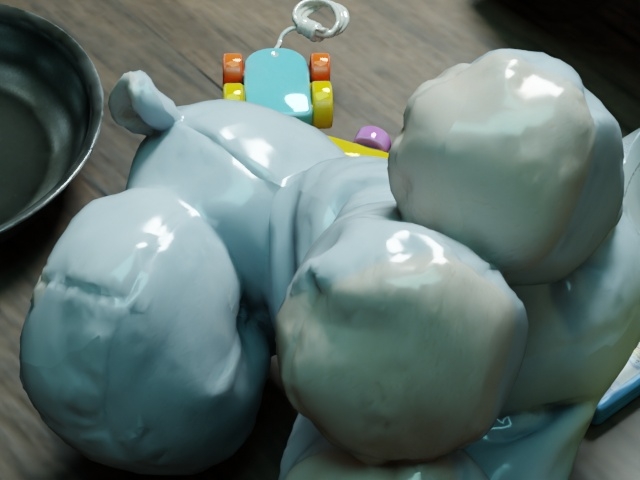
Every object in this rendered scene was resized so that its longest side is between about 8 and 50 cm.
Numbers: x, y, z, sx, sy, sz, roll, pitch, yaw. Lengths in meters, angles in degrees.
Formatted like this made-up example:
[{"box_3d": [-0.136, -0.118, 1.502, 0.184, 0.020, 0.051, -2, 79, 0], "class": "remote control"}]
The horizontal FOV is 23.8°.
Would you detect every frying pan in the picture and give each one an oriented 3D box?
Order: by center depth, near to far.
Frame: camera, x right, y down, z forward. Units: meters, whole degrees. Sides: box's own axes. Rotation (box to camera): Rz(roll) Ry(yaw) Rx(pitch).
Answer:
[{"box_3d": [-0.195, -0.009, 0.747, 0.197, 0.053, 0.326, -10, 49, -8], "class": "frying pan"}]

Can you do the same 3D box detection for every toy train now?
[{"box_3d": [0.024, -0.056, 0.792, 0.125, 0.046, 0.166, -33, 57, -28], "class": "toy train"}]

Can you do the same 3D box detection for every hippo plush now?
[{"box_3d": [0.000, 0.000, 0.604, 0.237, 0.234, 0.294, 20, 59, 26], "class": "hippo plush"}]

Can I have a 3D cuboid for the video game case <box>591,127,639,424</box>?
[{"box_3d": [0.152, 0.009, 0.745, 0.166, 0.015, 0.119, -30, 53, -25], "class": "video game case"}]
